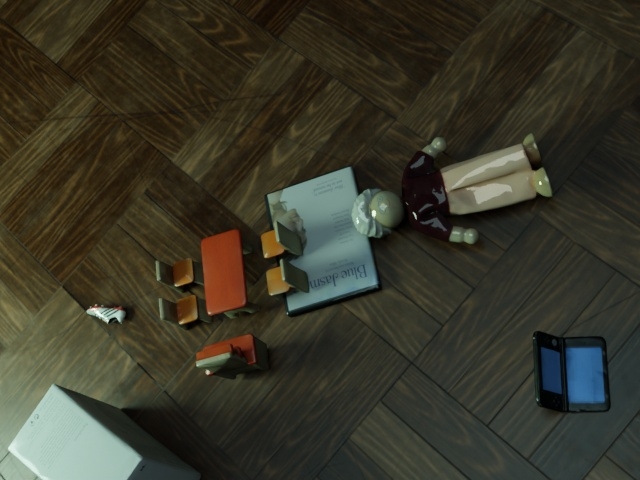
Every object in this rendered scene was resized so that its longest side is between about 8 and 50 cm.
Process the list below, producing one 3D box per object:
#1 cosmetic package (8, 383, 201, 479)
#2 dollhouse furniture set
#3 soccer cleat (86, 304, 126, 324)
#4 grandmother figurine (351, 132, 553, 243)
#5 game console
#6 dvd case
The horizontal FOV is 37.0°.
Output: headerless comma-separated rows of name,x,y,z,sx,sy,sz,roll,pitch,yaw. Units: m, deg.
cosmetic package,-0.362,0.380,1.631,0.225,0.224,0.138,29,82,27
dollhouse furniture set,-0.166,0.105,1.700,0.262,0.135,0.259,-18,65,19
soccer cleat,-0.416,0.145,1.851,0.083,0.029,0.035,0,66,15
grandmother figurine,0.217,-0.088,1.673,0.342,0.104,0.207,-18,57,10
game console,0.396,0.205,1.512,0.071,0.107,0.122,-20,61,44
dvd case,0.000,0.000,1.758,0.180,0.022,0.253,-18,66,13
